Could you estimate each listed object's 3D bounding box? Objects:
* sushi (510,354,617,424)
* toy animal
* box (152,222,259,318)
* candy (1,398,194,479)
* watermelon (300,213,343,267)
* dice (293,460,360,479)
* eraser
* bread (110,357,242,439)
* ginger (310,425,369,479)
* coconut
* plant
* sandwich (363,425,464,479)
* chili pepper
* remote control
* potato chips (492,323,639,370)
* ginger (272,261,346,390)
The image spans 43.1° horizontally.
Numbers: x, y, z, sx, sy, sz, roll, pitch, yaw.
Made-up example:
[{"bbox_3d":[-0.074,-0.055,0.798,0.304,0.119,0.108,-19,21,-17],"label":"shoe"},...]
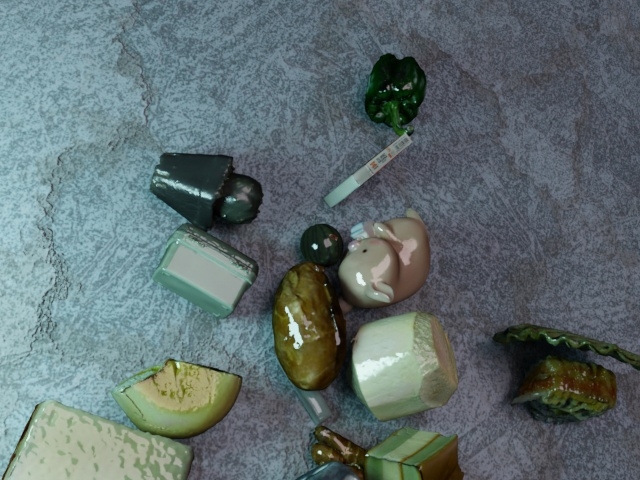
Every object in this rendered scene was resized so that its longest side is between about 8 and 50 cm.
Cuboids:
[{"bbox_3d":[0.622,0.381,2.079,0.274,0.184,0.139,18,56,-15],"label":"sushi"},{"bbox_3d":[0.151,0.051,1.962,0.256,0.195,0.212,-16,84,-36],"label":"toy animal"},{"bbox_3d":[-0.253,0.068,1.777,0.210,0.148,0.129,31,65,-10],"label":"box"},{"bbox_3d":[-0.420,0.434,1.529,0.321,0.135,0.179,24,59,-19],"label":"candy"},{"bbox_3d":[0.000,0.000,1.960,0.105,0.105,0.133,-12,84,-31],"label":"watermelon"},{"bbox_3d":[-0.002,0.573,1.659,0.182,0.183,0.181,-28,81,-36],"label":"dice"},{"bbox_3d":[0.121,-0.179,2.076,0.230,0.157,0.038,-40,93,-35],"label":"eraser"},{"bbox_3d":[-0.298,0.324,1.642,0.261,0.158,0.156,17,71,-21],"label":"bread"},{"bbox_3d":[0.040,0.486,1.788,0.162,0.073,0.103,33,43,-4],"label":"ginger"},{"bbox_3d":[0.173,0.288,1.856,0.239,0.244,0.239,56,23,-39],"label":"coconut"},{"bbox_3d":[-0.257,-0.112,1.849,0.256,0.164,0.141,16,57,-4],"label":"plant"},{"bbox_3d":[0.215,0.549,1.789,0.198,0.155,0.227,-18,108,-52],"label":"sandwich"},{"bbox_3d":[0.200,-0.384,2.200,0.165,0.174,0.261,18,53,-13],"label":"chili pepper"},{"bbox_3d":[-0.036,0.330,1.843,0.050,0.027,0.184,-29,82,-36],"label":"remote control"},{"bbox_3d":[0.652,0.271,2.065,0.429,0.359,0.070,16,86,-51],"label":"potato chips"},{"bbox_3d":[-0.027,0.175,1.822,0.165,0.172,0.321,-8,61,10],"label":"ginger"}]
